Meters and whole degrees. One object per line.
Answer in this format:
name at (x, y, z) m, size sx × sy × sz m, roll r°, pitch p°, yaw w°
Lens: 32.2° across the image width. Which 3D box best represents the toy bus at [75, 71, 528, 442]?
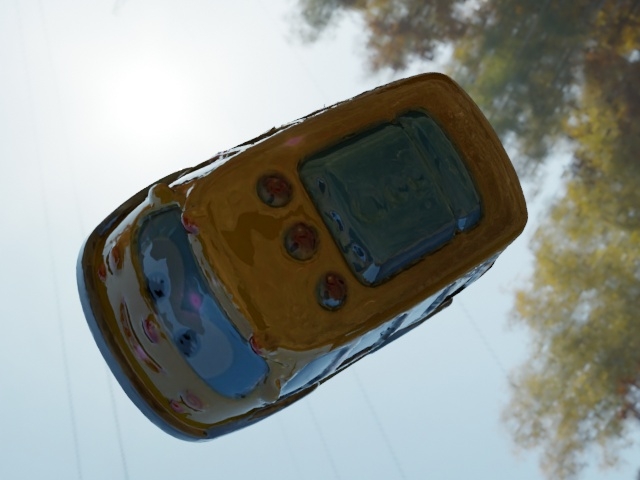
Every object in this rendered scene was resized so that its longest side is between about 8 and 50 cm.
toy bus at (0.000, 0.000, 0.533) m, size 0.209 × 0.136 × 0.126 m, roll -27°, pitch -93°, yaw -36°
